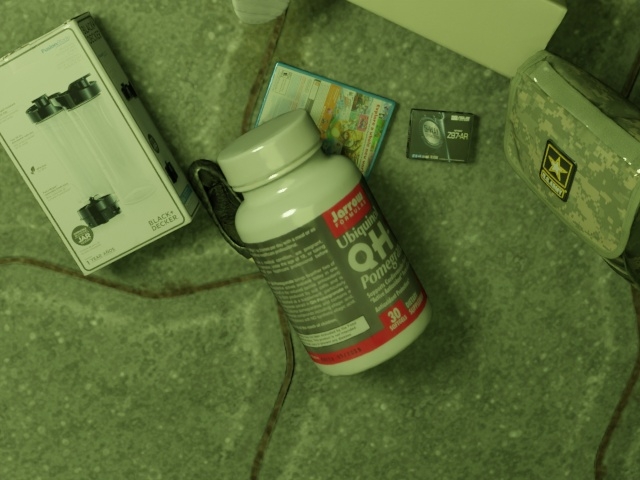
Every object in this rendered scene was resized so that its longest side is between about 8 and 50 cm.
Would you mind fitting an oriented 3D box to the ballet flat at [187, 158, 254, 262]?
[{"bbox_3d":[-0.119,-0.033,1.551,0.057,0.049,0.173,-37,104,7],"label":"ballet flat"}]

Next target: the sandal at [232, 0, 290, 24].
[{"bbox_3d":[-0.080,-0.364,1.315,0.102,0.076,0.265,-15,141,-19],"label":"sandal"}]

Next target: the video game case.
[{"bbox_3d":[0.002,-0.154,1.548,0.166,0.015,0.119,18,102,-8],"label":"video game case"}]

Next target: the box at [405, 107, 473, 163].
[{"bbox_3d":[0.159,-0.139,1.560,0.083,0.018,0.067,5,104,-5],"label":"box"}]

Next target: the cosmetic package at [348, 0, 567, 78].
[{"bbox_3d":[0.133,-0.326,1.429,0.310,0.160,0.113,22,120,-10],"label":"cosmetic package"}]

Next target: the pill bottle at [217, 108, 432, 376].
[{"bbox_3d":[0.000,0.000,1.498,0.176,0.176,0.318,-29,107,3],"label":"pill bottle"}]

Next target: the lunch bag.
[{"bbox_3d":[0.348,-0.083,1.412,0.169,0.235,0.287,-43,144,6],"label":"lunch bag"}]

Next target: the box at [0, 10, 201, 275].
[{"bbox_3d":[-0.296,-0.123,1.485,0.169,0.087,0.290,-27,105,13],"label":"box"}]
